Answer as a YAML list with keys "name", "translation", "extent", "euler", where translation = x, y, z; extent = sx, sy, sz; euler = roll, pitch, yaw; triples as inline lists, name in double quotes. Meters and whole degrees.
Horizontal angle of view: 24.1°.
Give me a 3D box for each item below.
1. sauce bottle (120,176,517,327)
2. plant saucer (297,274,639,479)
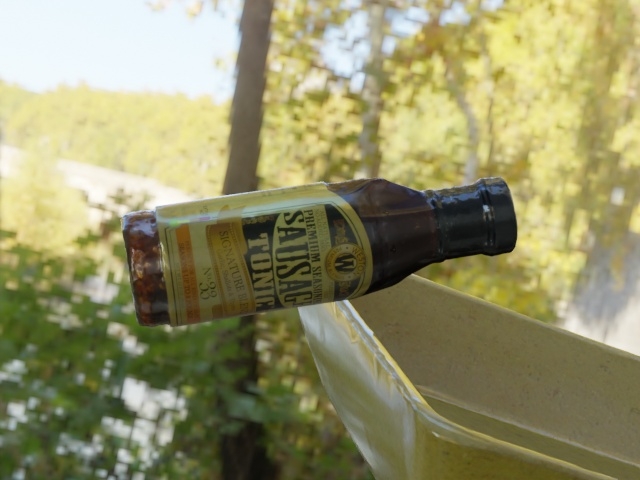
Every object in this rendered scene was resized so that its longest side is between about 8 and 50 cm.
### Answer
- name: "sauce bottle"
  translation: [0.000, 0.000, 0.494]
  extent: [0.128, 0.042, 0.042]
  euler: [-11, 0, -6]
- name: "plant saucer"
  translation: [0.145, 0.118, 0.753]
  extent: [0.332, 0.081, 0.333]
  euler: [20, 8, -14]
